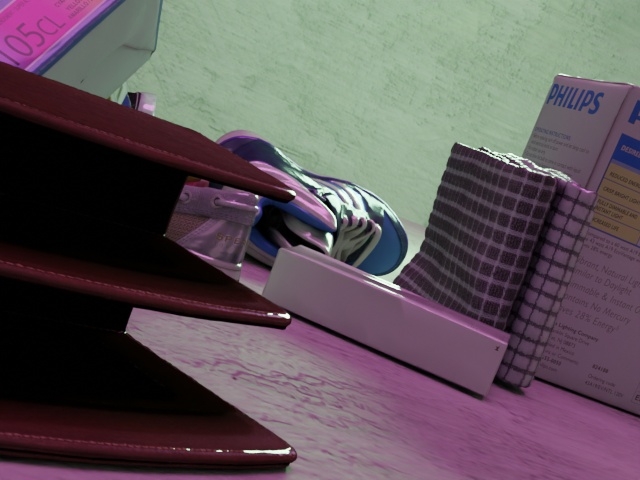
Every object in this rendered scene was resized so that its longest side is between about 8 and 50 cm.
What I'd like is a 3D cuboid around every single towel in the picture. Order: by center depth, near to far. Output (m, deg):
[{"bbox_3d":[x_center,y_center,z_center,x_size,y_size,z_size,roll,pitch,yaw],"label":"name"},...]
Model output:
[{"bbox_3d":[0.183,0.016,1.436,0.121,0.235,0.283,15,7,-14],"label":"towel"}]

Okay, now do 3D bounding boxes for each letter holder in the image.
[{"bbox_3d":[-0.138,0.006,0.666,0.214,0.152,0.301,29,9,40],"label":"letter holder"}]

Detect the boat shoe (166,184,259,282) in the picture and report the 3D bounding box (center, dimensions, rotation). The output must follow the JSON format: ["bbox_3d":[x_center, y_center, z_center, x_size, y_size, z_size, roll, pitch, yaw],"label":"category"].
[{"bbox_3d":[-0.188,-0.047,1.224,0.320,0.103,0.118,27,7,38],"label":"boat shoe"}]

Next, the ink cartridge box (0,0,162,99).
[{"bbox_3d":[-0.381,-0.245,1.180,0.395,0.270,0.151,31,-38,9],"label":"ink cartridge box"}]

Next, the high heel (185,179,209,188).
[{"bbox_3d":[-0.079,-0.030,1.754,0.244,0.082,0.117,19,-10,-34],"label":"high heel"}]

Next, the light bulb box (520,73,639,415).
[{"bbox_3d":[0.416,0.023,1.610,0.357,0.361,0.225,21,6,-17],"label":"light bulb box"}]

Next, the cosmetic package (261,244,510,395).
[{"bbox_3d":[0.067,0.077,1.262,0.239,0.060,0.099,23,3,10],"label":"cosmetic package"}]

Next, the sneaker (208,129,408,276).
[{"bbox_3d":[0.000,-0.001,1.580,0.322,0.130,0.236,32,17,-26],"label":"sneaker"}]

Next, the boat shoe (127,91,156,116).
[{"bbox_3d":[-0.346,-0.204,2.099,0.104,0.113,0.306,13,6,-20],"label":"boat shoe"}]

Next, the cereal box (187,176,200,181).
[{"bbox_3d":[-0.286,-0.118,1.565,0.173,0.047,0.240,1,-12,44],"label":"cereal box"}]

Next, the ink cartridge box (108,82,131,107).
[{"bbox_3d":[-0.379,-0.230,1.460,0.303,0.072,0.307,12,-31,5],"label":"ink cartridge box"}]
